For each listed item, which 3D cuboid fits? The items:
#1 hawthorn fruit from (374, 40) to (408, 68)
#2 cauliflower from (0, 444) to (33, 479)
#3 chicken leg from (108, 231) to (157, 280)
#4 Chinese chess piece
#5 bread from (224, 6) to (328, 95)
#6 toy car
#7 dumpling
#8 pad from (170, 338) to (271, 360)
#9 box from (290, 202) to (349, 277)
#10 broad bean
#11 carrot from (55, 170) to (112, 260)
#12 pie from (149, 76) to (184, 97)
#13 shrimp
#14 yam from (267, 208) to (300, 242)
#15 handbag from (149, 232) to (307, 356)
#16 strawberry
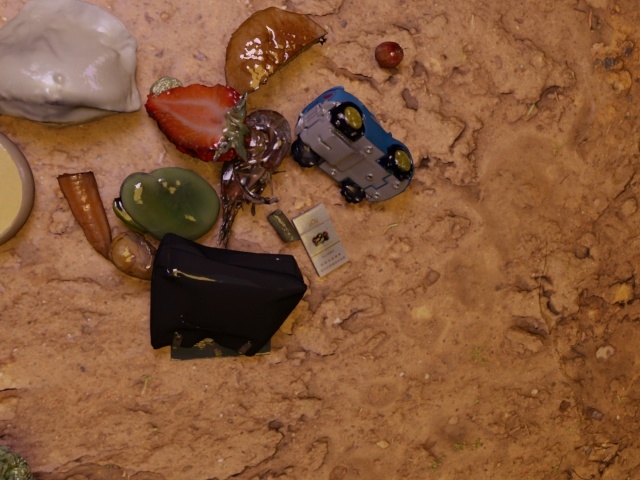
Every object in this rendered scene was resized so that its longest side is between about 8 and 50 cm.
[{"bbox_3d":[0.180,-0.460,1.253,0.066,0.103,0.067,4,83,-36],"label":"hawthorn fruit"},{"bbox_3d":[-0.712,0.525,0.975,0.260,0.281,0.327,1,117,10],"label":"cauliflower"},{"bbox_3d":[-0.373,0.049,1.131,0.085,0.101,0.207,-54,132,-2],"label":"chicken leg"},{"bbox_3d":[-0.692,-0.101,0.972,0.273,0.102,0.274,-3,98,-22],"label":"Chinese chess piece"},{"bbox_3d":[-0.123,-0.425,1.129,0.260,0.129,0.134,-38,108,-14],"label":"bread"},{"bbox_3d":[0.088,-0.223,1.222,0.314,0.198,0.166,35,54,-24],"label":"toy car"},{"bbox_3d":[-0.501,-0.337,0.962,0.317,0.187,0.243,2,101,-18],"label":"dumpling"},{"bbox_3d":[-0.235,0.203,1.245,0.245,0.006,0.170,1,97,-21],"label":"pad"},{"bbox_3d":[0.000,0.000,1.294,0.090,0.024,0.167,-30,108,-14],"label":"box"},{"bbox_3d":[-0.330,-0.075,1.119,0.227,0.100,0.170,-6,107,-22],"label":"broad bean"},{"bbox_3d":[-0.482,-0.048,1.086,0.072,0.072,0.205,-21,113,-17],"label":"carrot"},{"bbox_3d":[-0.333,-0.313,1.122,0.085,0.017,0.085,-5,102,-22],"label":"pie"},{"bbox_3d":[-0.160,-0.131,1.164,0.145,0.116,0.343,21,89,-10],"label":"shrimp"},{"bbox_3d":[-0.089,-0.031,1.246,0.043,0.043,0.094,-36,110,-12],"label":"yam"},{"bbox_3d":[-0.220,0.143,1.142,0.342,0.152,0.288,13,122,-25],"label":"handbag"},{"bbox_3d":[-0.256,-0.235,1.080,0.228,0.098,0.175,3,77,11],"label":"strawberry"}]
